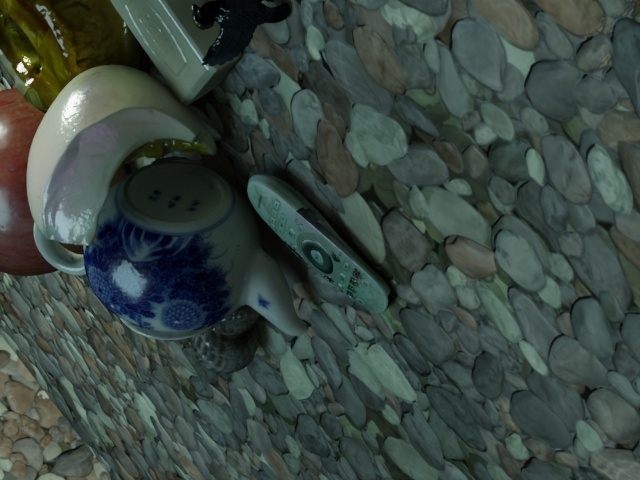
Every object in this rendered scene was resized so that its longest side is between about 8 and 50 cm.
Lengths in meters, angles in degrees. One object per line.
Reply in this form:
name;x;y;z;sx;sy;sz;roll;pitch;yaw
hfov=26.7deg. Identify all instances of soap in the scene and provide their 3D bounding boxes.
soap;-0.189;-0.280;1.746;0.183;0.064;0.121;54;152;1

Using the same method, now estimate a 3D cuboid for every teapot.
teapot;-0.213;0.037;1.923;0.424;0.252;0.280;16;130;9

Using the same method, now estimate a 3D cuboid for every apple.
apple;-0.467;-0.100;2.229;0.345;0.269;0.344;35;131;54

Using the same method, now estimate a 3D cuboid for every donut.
donut;-0.397;-0.312;1.956;0.330;0.160;0.330;44;160;21

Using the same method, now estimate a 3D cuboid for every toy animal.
toy animal;-0.094;-0.265;1.557;0.062;0.108;0.220;55;153;15

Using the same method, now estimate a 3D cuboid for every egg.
egg;-0.290;-0.143;1.796;0.206;0.271;0.162;36;147;41

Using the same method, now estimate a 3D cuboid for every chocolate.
chocolate;-0.143;0.129;2.101;0.110;0.110;0.248;46;153;20

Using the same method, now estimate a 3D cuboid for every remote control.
remote control;-0.001;0.002;1.779;0.256;0.045;0.097;45;153;15
